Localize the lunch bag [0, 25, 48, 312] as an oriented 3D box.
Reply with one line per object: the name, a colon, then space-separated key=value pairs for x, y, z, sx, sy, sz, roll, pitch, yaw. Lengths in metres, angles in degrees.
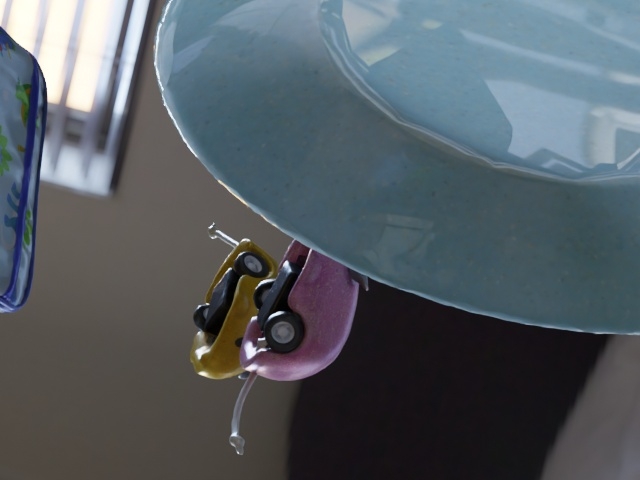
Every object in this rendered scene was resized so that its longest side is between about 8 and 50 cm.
lunch bag: x=-0.269 y=-0.060 z=1.213 sx=0.176 sy=0.090 sz=0.219 roll=45 pitch=-137 yaw=-59

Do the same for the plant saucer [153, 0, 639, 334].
plant saucer: x=0.055 y=-0.037 z=0.435 sx=0.195 sy=0.195 sz=0.037 roll=103 pitch=-178 yaw=-64

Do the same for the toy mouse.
toy mouse: x=0.000 y=0.000 z=0.587 sx=0.143 sy=0.031 sz=0.161 roll=-53 pitch=18 yaw=31
